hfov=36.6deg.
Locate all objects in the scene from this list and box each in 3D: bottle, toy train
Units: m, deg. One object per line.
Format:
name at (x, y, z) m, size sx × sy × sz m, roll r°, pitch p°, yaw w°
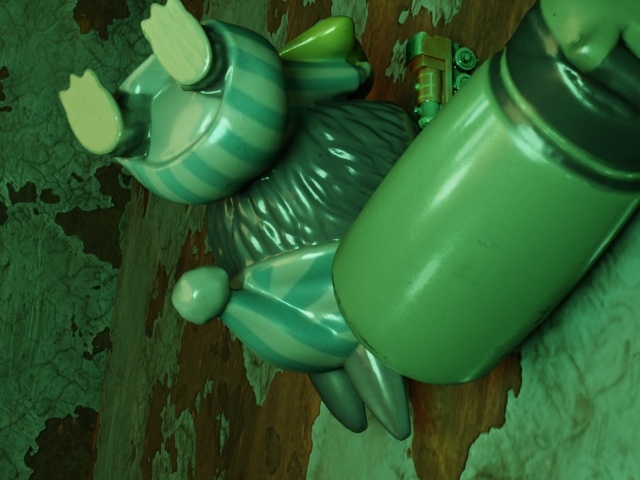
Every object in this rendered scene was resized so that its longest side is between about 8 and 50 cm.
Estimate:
bottle at (0.149, -0.050, 0.697) m, size 0.347 × 0.168 × 0.169 m, roll -55°, pitch 34°, yaw 40°
toy train at (0.116, -0.146, 0.931) m, size 0.044 × 0.064 × 0.103 m, roll 148°, pitch 127°, yaw -60°

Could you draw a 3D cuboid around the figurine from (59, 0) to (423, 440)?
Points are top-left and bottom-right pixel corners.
figurine at (0.000, 0.000, 0.885) m, size 0.266 × 0.361 × 0.378 m, roll -38°, pitch 72°, yaw 21°
